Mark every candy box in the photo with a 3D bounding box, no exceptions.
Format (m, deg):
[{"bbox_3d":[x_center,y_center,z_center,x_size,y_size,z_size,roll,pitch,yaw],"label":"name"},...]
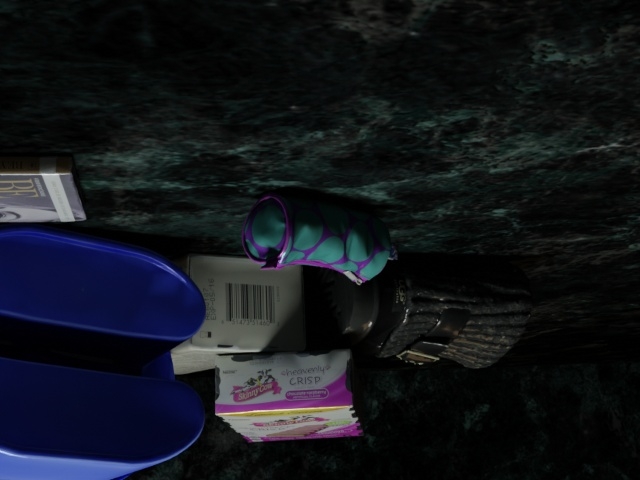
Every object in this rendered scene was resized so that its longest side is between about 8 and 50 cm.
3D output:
[{"bbox_3d":[-0.031,0.193,1.340,0.159,0.071,0.233,-4,161,5],"label":"candy box"}]

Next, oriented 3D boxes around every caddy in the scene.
[{"bbox_3d":[-0.274,0.120,1.096,0.341,0.241,0.179,15,154,-37],"label":"caddy"}]

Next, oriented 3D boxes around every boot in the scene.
[{"bbox_3d":[0.080,0.107,1.421,0.260,0.131,0.348,3,167,-27],"label":"boot"}]

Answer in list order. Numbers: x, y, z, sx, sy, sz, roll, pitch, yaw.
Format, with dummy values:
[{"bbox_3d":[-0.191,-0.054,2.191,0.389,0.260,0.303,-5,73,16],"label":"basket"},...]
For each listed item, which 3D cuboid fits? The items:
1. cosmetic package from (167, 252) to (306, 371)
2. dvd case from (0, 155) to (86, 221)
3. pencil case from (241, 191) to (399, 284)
[{"bbox_3d":[-0.166,0.099,1.371,0.160,0.113,0.309,5,167,-35],"label":"cosmetic package"},{"bbox_3d":[-0.301,-0.038,0.868,0.221,0.018,0.164,-1,169,-9],"label":"dvd case"},{"bbox_3d":[0.000,0.000,1.000,0.064,0.070,0.151,-12,165,40],"label":"pencil case"}]
